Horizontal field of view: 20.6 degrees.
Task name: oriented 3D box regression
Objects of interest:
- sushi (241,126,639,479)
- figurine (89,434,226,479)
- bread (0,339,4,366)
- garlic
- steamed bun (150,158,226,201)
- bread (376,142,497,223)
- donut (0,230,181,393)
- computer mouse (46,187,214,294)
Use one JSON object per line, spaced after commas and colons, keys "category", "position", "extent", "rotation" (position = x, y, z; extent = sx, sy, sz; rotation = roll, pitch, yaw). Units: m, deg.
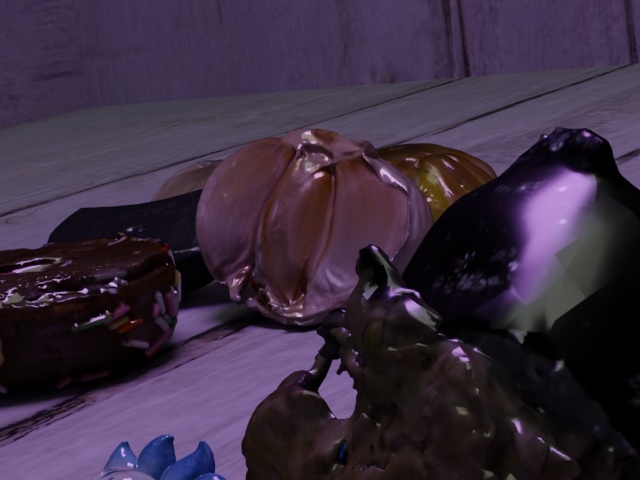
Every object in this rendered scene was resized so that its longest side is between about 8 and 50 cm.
{"category": "sushi", "position": [0.077, 0.097, 0.749], "extent": [0.218, 0.225, 0.238], "rotation": [-31, -2, -24]}
{"category": "figurine", "position": [-0.088, 0.152, 0.941], "extent": [0.114, 0.079, 0.114], "rotation": [-21, 29, 13]}
{"category": "bread", "position": [-0.310, 0.129, 1.087], "extent": [0.229, 0.140, 0.143], "rotation": [-2, 11, -4]}
{"category": "garlic", "position": [0.000, 0.000, 1.602], "extent": [0.229, 0.178, 0.143], "rotation": [17, -10, 28]}
{"category": "steamed bun", "position": [-0.080, -0.051, 2.008], "extent": [0.212, 0.110, 0.231], "rotation": [-16, 15, -38]}
{"category": "bread", "position": [0.094, -0.047, 1.857], "extent": [0.213, 0.105, 0.213], "rotation": [-5, 9, 1]}
{"category": "donut", "position": [-0.246, 0.063, 1.516], "extent": [0.269, 0.103, 0.270], "rotation": [-6, 9, 1]}
{"category": "computer mouse", "position": [-0.172, 0.018, 1.749], "extent": [0.264, 0.088, 0.147], "rotation": [-5, 27, 15]}
